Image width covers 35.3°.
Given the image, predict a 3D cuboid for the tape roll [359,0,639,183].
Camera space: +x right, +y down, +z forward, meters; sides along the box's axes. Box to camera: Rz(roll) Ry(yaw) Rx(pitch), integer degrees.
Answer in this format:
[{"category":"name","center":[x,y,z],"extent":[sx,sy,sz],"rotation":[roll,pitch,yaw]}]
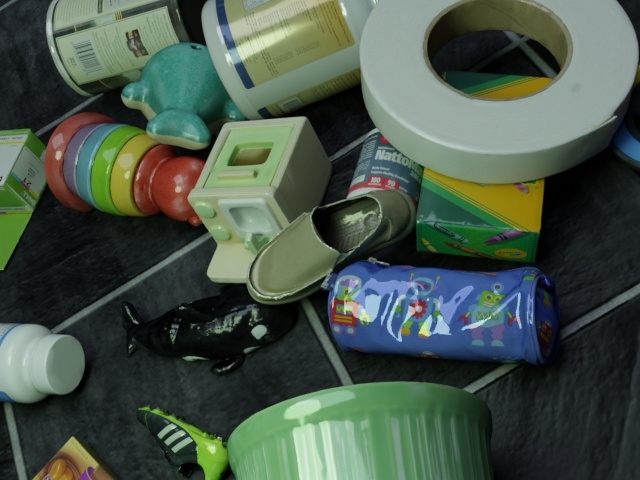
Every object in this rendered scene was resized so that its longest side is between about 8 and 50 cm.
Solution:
[{"category":"tape roll","center":[0.249,-0.252,1.422],"extent":[0.392,0.072,0.392],"rotation":[-2,56,3]}]

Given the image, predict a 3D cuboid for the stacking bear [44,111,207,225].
[{"category":"stacking bear","center":[-0.298,-0.108,1.676],"extent":[0.289,0.164,0.175],"rotation":[16,87,24]}]

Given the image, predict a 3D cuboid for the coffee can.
[{"category":"coffee can","center":[-0.339,-0.396,1.878],"extent":[0.275,0.201,0.201],"rotation":[-10,52,21]}]

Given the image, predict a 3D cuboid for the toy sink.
[{"category":"toy sink","center":[-0.099,-0.066,1.542],"extent":[0.153,0.131,0.234],"rotation":[0,51,28]}]

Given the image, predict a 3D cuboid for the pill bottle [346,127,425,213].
[{"category":"pill bottle","center":[0.108,-0.109,1.496],"extent":[0.108,0.108,0.180],"rotation":[0,57,27]}]

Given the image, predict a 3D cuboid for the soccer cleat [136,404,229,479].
[{"category":"soccer cleat","center":[-0.199,0.283,1.398],"extent":[0.179,0.060,0.072],"rotation":[18,79,36]}]

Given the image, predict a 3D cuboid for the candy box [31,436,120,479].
[{"category":"candy box","center":[-0.323,0.371,1.397],"extent":[0.109,0.053,0.187],"rotation":[-48,48,-11]}]

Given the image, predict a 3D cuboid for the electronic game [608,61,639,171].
[{"category":"electronic game","center":[0.503,-0.180,1.387],"extent":[0.229,0.048,0.229],"rotation":[-14,51,17]}]

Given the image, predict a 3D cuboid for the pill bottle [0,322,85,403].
[{"category":"pill bottle","center":[-0.482,0.190,1.567],"extent":[0.222,0.124,0.124],"rotation":[0,56,26]}]

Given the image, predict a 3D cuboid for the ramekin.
[{"category":"ramekin","center":[0.052,0.283,1.113],"extent":[0.303,0.303,0.148],"rotation":[-17,58,16]}]

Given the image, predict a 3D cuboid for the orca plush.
[{"category":"orca plush","center":[-0.188,0.106,1.492],"extent":[0.287,0.102,0.151],"rotation":[5,59,30]}]

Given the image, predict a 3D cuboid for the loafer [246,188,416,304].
[{"category":"loafer","center":[0.000,0.000,1.389],"extent":[0.268,0.092,0.102],"rotation":[-31,66,16]}]

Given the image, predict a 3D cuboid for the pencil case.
[{"category":"pencil case","center":[0.158,0.090,1.312],"extent":[0.306,0.119,0.133],"rotation":[2,79,27]}]

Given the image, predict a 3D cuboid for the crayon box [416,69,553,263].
[{"category":"crayon box","center":[0.235,-0.109,1.421],"extent":[0.165,0.081,0.278],"rotation":[6,57,10]}]

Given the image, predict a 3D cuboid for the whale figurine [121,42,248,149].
[{"category":"whale figurine","center":[-0.223,-0.244,1.685],"extent":[0.216,0.141,0.272],"rotation":[12,25,-6]}]

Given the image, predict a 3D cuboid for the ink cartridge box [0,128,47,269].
[{"category":"ink cartridge box","center":[-0.625,-0.074,1.857],"extent":[0.189,0.097,0.255],"rotation":[-1,55,27]}]

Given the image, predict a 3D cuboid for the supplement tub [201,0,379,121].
[{"category":"supplement tub","center":[-0.010,-0.349,1.656],"extent":[0.316,0.228,0.228],"rotation":[-20,49,12]}]
